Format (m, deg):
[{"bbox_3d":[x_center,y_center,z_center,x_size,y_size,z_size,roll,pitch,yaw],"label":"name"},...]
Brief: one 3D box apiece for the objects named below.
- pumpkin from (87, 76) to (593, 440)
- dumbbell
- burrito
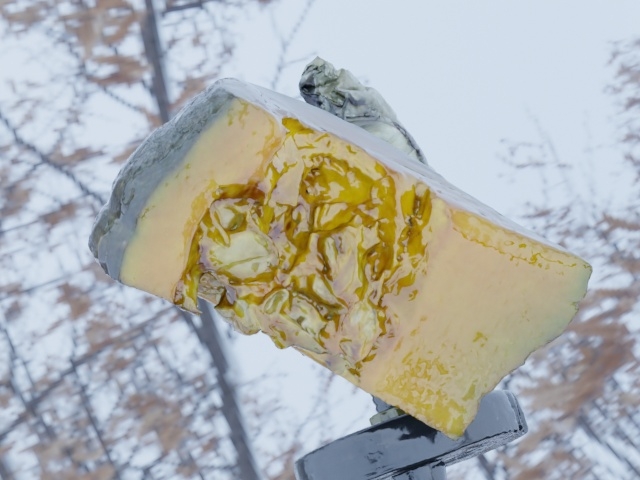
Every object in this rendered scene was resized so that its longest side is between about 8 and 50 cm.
[{"bbox_3d":[0.003,0.002,0.836,0.131,0.248,0.126,-60,-157,1],"label":"pumpkin"},{"bbox_3d":[0.077,0.191,0.920,0.143,0.143,0.325,-31,-108,39],"label":"dumbbell"},{"bbox_3d":[0.046,-0.078,1.296,0.058,0.229,0.063,-47,-129,-9],"label":"burrito"}]
